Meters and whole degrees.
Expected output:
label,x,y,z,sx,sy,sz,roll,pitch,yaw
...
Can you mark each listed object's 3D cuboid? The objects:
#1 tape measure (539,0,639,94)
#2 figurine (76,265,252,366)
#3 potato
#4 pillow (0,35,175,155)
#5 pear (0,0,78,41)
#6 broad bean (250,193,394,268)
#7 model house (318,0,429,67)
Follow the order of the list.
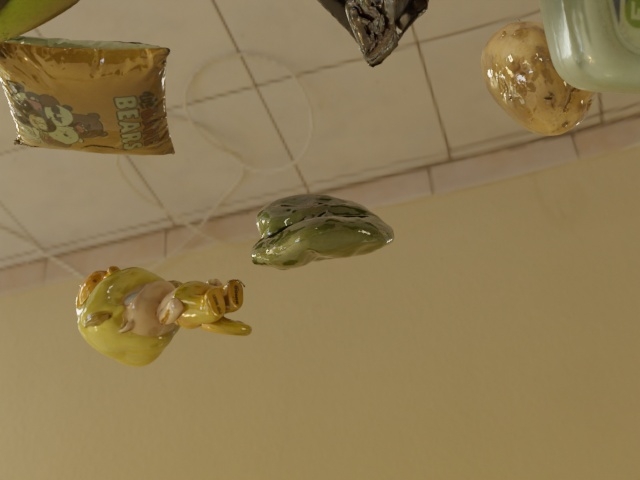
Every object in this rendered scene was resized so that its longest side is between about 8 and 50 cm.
label,x,y,z,sx,sy,sz,roll,pitch,yaw
tape measure,0.312,-0.251,0.866,0.246,0.243,0.125,1,-176,-3
figurine,-0.202,0.087,1.197,0.246,0.131,0.156,-8,-170,39
potato,0.284,-0.210,1.261,0.128,0.161,0.235,-39,169,10
pillow,-0.413,-0.249,1.727,0.312,0.119,0.310,3,148,-3
pear,-0.373,-0.418,1.240,0.165,0.398,0.399,9,143,-40
broad bean,-0.001,-0.003,1.003,0.153,0.207,0.072,-14,102,-11
model house,0.035,-0.210,0.788,0.106,0.165,0.152,2,142,4
